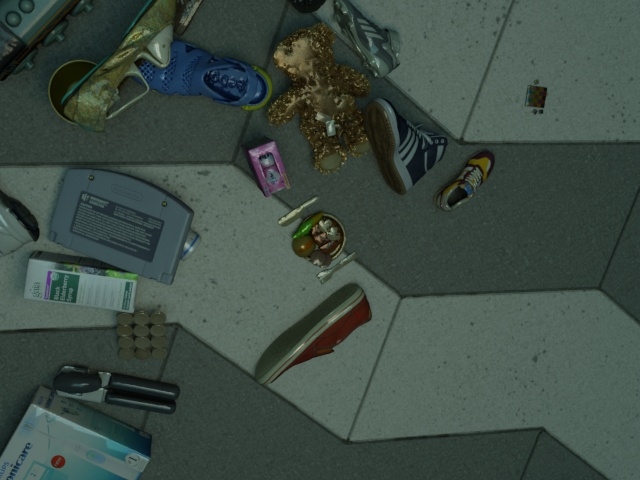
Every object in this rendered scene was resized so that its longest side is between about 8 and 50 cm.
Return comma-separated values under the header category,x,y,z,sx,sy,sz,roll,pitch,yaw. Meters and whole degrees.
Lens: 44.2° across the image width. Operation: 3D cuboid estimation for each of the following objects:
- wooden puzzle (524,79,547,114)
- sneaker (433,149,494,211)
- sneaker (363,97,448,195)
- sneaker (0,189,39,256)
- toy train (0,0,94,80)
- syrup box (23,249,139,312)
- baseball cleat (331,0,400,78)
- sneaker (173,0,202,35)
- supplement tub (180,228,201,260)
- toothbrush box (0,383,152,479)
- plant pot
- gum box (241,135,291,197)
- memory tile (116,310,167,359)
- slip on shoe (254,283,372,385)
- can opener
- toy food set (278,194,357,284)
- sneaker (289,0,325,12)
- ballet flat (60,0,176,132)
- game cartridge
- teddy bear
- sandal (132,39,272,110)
category,x,y,z,sx,sy,sz,roll,pitch,yaw
wooden puzzle,0.522,-0.347,1.910,0.049,0.006,0.083,5,100,-12
sneaker,0.355,-0.137,1.879,0.069,0.084,0.185,42,91,-15
sneaker,0.196,-0.242,1.771,0.153,0.099,0.282,-39,141,-13
sneaker,-0.738,-0.086,1.673,0.129,0.111,0.297,-36,104,4
toy train,-0.579,-0.456,1.584,0.334,0.190,0.142,-45,106,0
syrup box,-0.526,0.091,1.750,0.237,0.096,0.093,9,99,-13
baseball cleat,0.109,-0.472,1.785,0.109,0.072,0.205,-37,110,-16
sneaker,-0.280,-0.536,1.689,0.071,0.066,0.188,30,94,-14
supplement tub,-0.330,-0.010,1.781,0.107,0.071,0.071,38,92,-15
toothbrush box,-0.568,0.500,1.808,0.296,0.126,0.216,31,94,-13
plant pot,-0.504,-0.310,1.672,0.134,0.095,0.134,-2,96,-16
gum box,-0.119,-0.164,1.729,0.062,0.188,0.107,-22,104,-6
memory tile,-0.410,0.218,1.812,0.113,0.012,0.148,-1,127,-10
slip on shoe,-0.013,0.239,1.871,0.331,0.123,0.101,-38,109,-7
can opener,-0.468,0.352,1.812,0.284,0.095,0.075,14,99,-13
toy food set,0.000,0.000,1.862,0.132,0.038,0.192,-36,105,-2
sneaker,-0.035,-0.637,1.697,0.109,0.130,0.286,-6,124,-3
ballet flat,-0.376,-0.361,1.600,0.123,0.123,0.348,40,78,-15
game cartridge,-0.431,-0.043,1.719,0.297,0.062,0.198,20,93,8
teddy bear,0.003,-0.314,1.778,0.245,0.113,0.338,-42,113,6
sandal,-0.254,-0.357,1.695,0.318,0.138,0.126,7,101,-10
